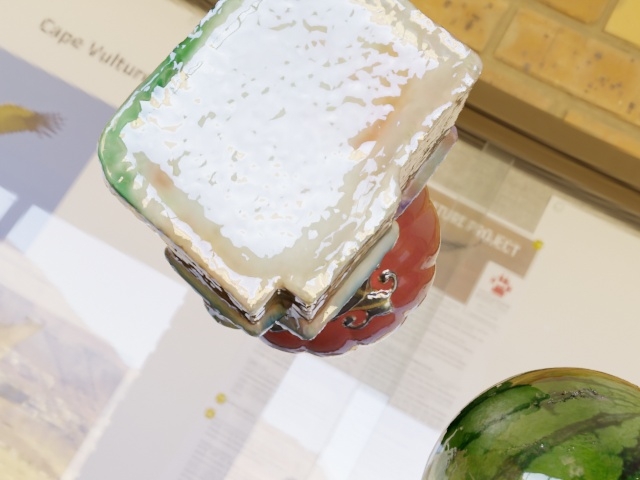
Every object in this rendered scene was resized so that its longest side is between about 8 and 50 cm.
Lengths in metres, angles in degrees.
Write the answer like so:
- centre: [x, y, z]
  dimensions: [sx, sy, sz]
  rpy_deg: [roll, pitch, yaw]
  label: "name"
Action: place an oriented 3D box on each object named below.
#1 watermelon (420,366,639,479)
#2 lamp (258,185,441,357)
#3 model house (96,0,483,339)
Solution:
- centre: [0.188, 0.217, 0.687]
  dimensions: [0.242, 0.242, 0.242]
  rpy_deg: [27, -17, 9]
  label: "watermelon"
- centre: [0.000, 0.000, 1.146]
  dimensions: [0.303, 0.303, 0.257]
  rpy_deg: [33, 17, -9]
  label: "lamp"
- centre: [-0.026, -0.069, 0.873]
  dimensions: [0.245, 0.312, 0.280]
  rpy_deg: [39, -11, 6]
  label: "model house"
